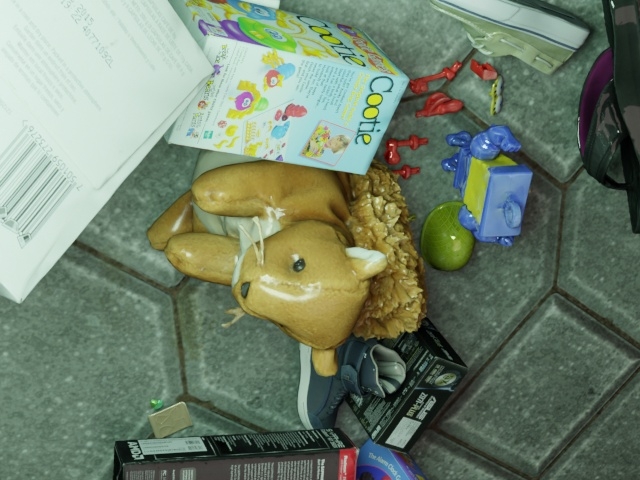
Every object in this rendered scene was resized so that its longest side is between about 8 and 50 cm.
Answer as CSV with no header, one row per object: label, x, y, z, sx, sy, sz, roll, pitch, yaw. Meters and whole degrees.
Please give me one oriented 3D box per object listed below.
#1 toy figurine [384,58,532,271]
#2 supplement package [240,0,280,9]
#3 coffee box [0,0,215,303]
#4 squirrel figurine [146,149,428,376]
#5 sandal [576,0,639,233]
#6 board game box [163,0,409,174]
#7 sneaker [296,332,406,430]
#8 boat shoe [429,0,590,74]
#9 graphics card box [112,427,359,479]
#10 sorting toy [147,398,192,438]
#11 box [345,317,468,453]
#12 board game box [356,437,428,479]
toy figurine,0.213,-0.056,1.858,0.191,0.217,0.362,-6,123,-24
supplement package,-0.158,-0.280,1.589,0.179,0.105,0.105,0,121,-27
coffee box,-0.390,-0.192,1.314,0.338,0.334,0.337,-54,134,-22
squirrel figurine,0.000,0.000,1.685,0.397,0.370,0.281,12,115,-33
sandal,0.438,-0.209,1.936,0.107,0.167,0.446,-9,121,9
board game box,-0.060,-0.191,1.538,0.275,0.142,0.144,8,120,-32
sneaker,0.050,0.236,2.000,0.086,0.163,0.226,-45,143,-46
boat shoe,0.257,-0.301,1.790,0.302,0.109,0.094,12,117,-36
graphics card box,-0.135,0.419,1.969,0.371,0.094,0.233,-2,106,-19
sorting toy,-0.237,0.269,1.979,0.062,0.012,0.083,-20,132,-8
box,0.131,0.224,2.051,0.077,0.147,0.180,23,108,-36
board game box,0.114,0.515,2.107,0.233,0.347,0.078,-48,130,9
